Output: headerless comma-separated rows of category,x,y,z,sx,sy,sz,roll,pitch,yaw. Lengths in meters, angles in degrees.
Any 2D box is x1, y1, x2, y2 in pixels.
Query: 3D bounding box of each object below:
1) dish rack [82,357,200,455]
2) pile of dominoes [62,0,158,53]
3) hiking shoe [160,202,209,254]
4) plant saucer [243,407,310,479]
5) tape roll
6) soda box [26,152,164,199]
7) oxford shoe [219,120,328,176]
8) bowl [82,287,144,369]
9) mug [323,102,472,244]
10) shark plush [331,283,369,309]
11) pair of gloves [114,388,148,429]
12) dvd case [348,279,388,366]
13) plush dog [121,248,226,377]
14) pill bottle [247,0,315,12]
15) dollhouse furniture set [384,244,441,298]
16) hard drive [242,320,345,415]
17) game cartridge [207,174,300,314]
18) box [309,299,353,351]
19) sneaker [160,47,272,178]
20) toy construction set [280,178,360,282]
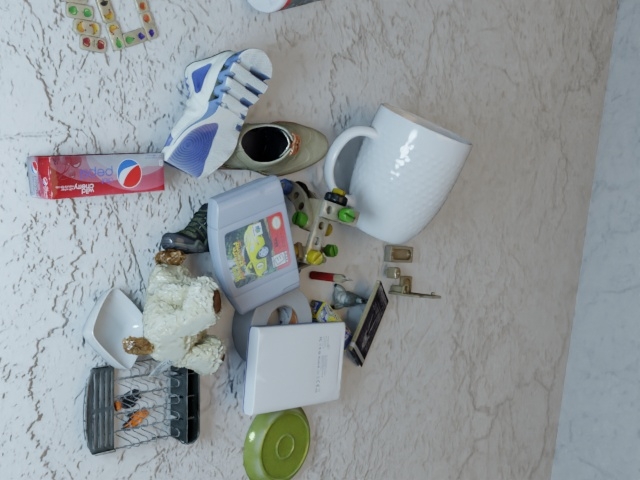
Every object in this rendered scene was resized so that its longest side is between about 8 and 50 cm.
dish rack,-0.384,0.352,1.670,0.271,0.074,0.208,1,88,-51
pile of dominoes,-0.434,-0.509,1.564,0.196,0.040,0.251,-36,119,-40
hiking shoe,-0.279,-0.027,1.767,0.227,0.086,0.114,-4,88,-56
plant saucer,-0.103,0.540,2.042,0.241,0.037,0.241,-8,100,-47
tape roll,-0.120,0.216,1.963,0.219,0.072,0.219,-8,101,-47
soda box,-0.444,-0.132,1.554,0.263,0.092,0.083,-10,102,-47
oxford shoe,-0.100,-0.221,1.881,0.397,0.146,0.140,-12,102,-47
bowl,-0.432,0.185,1.609,0.142,0.053,0.142,57,32,-35
mug,0.180,-0.181,2.096,0.374,0.276,0.328,16,107,-29
shark plush,0.095,0.176,2.195,0.161,0.067,0.073,30,69,-47
pair of gloves,-0.416,0.372,1.699,0.074,0.010,0.083,-33,116,-46
dvd case,0.141,0.243,2.245,0.221,0.018,0.164,-66,158,-19
plush dog,-0.315,0.145,1.658,0.211,0.225,0.262,-6,133,-8
pill bottle,-0.047,-0.658,1.882,0.283,0.161,0.161,-30,116,-42
dollhouse furniture set,0.282,0.096,2.350,0.144,0.123,0.151,4,91,-48
hard drive,-0.060,0.315,1.954,0.319,0.040,0.210,3,92,-48
game cartridge,-0.156,0.017,1.772,0.196,0.060,0.294,-23,118,-25
box,0.024,0.237,2.136,0.169,0.054,0.059,53,57,-37
sneaker,-0.247,-0.296,1.716,0.127,0.182,0.315,35,88,-40
toy construction set,0.000,0.000,1.948,0.309,0.237,0.257,52,58,-38
